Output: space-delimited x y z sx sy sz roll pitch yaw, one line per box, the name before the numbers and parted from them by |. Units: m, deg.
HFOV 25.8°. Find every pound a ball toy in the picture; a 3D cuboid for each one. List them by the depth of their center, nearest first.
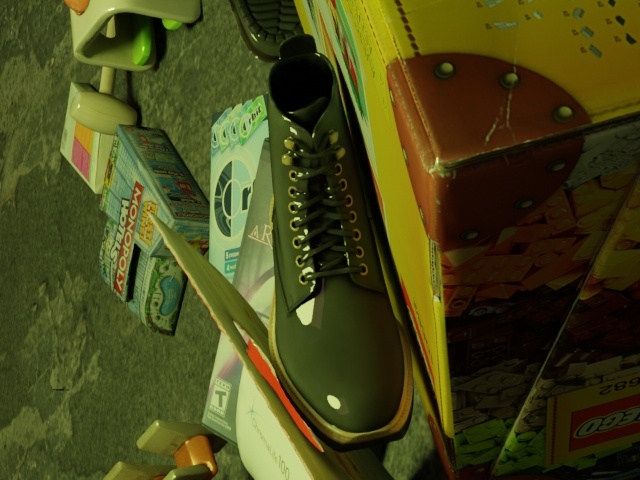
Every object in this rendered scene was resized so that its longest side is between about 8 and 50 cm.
pound a ball toy | -0.250 -0.305 1.589 0.208 0.136 0.319 -35 56 50

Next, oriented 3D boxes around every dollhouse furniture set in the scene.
dollhouse furniture set | -0.113 0.336 1.291 0.259 0.135 0.262 -49 48 35

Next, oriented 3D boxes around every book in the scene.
book | -0.285 -0.127 1.723 0.144 0.035 0.096 43 125 53

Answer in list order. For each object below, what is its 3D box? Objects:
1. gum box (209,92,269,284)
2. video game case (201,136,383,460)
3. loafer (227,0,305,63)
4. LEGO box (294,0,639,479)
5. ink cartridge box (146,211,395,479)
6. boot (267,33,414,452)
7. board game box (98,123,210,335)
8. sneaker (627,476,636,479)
gum box | -0.051 -0.042 1.316 0.157 0.041 0.184 -12 76 56
video game case | -0.006 0.069 1.193 0.196 0.026 0.274 23 107 41
loafer | -0.050 -0.236 1.327 0.078 0.080 0.220 96 167 -47
LEGO box | 0.092 -0.152 0.796 0.372 0.193 0.500 77 177 -59
ink cartridge box | 0.011 0.193 0.890 0.091 0.385 0.308 -38 41 0
boot | 0.000 0.000 0.749 0.137 0.077 0.197 85 170 -48
board game box | -0.181 -0.005 1.506 0.194 0.060 0.194 37 116 55
sneaker | 0.183 0.150 0.922 0.083 0.031 0.035 7 105 63
